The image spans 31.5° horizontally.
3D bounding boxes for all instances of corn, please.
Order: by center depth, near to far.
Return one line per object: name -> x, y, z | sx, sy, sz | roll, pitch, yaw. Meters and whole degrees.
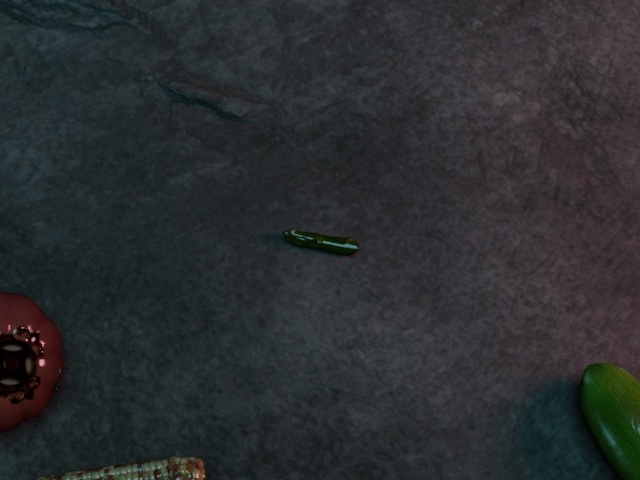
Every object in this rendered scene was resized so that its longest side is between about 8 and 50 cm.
corn -> -0.257, 0.310, 1.389 | 0.237, 0.079, 0.079 | -5, 67, -5

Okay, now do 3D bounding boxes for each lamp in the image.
lamp -> -0.414, 0.150, 1.418 | 0.182, 0.140, 0.182 | 1, 88, -32

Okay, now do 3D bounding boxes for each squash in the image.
squash -> 0.452, 0.314, 1.406 | 0.107, 0.107, 0.395 | -30, 72, -15

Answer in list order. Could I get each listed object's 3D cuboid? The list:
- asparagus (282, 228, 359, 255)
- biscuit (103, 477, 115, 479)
asparagus -> 0.000, 0.000, 1.567 | 0.108, 0.021, 0.025 | 11, 62, 3
biscuit -> -0.283, 0.391, 1.343 | 0.203, 0.016, 0.144 | -39, 88, -2
